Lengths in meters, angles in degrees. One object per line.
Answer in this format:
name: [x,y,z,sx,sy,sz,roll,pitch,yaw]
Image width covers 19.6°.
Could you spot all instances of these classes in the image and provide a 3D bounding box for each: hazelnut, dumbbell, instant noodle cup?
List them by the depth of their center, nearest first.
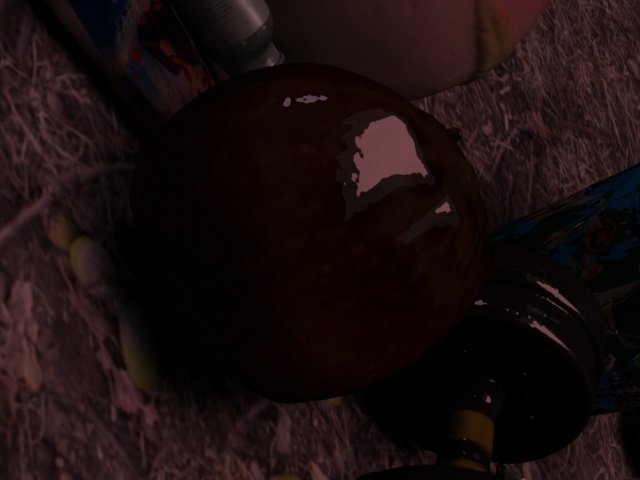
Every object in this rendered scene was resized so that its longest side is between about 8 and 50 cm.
hazelnut: [0.000,0.000,1.172,0.234,0.218,0.218,44,39,-52]
dumbbell: [0.099,0.156,1.285,0.185,0.185,0.388,53,34,-30]
instant noodle cup: [0.257,0.050,1.614,0.240,0.178,0.240,36,44,-46]

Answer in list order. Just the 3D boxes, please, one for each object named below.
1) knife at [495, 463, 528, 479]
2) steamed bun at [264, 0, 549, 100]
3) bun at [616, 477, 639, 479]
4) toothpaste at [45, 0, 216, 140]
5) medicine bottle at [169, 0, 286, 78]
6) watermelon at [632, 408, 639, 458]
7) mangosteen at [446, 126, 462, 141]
knife: [0.147,0.306,1.444,0.044,0.026,0.296,39,45,-40]
steamed bun: [0.073,-0.258,1.363,0.309,0.309,0.309,36,45,-47]
bun: [0.232,0.286,1.470,0.212,0.126,0.204,-83,-179,-70]
toothpaste: [-0.125,-0.137,1.206,0.266,0.061,0.096,56,32,-38]
medicine bottle: [-0.076,-0.166,1.265,0.054,0.090,0.208,-43,119,-15]
watermelon: [0.345,0.183,1.778,0.109,0.109,0.109,36,45,-47]
mangosteen: [0.063,-0.064,1.449,0.081,0.081,0.081,36,45,-47]
